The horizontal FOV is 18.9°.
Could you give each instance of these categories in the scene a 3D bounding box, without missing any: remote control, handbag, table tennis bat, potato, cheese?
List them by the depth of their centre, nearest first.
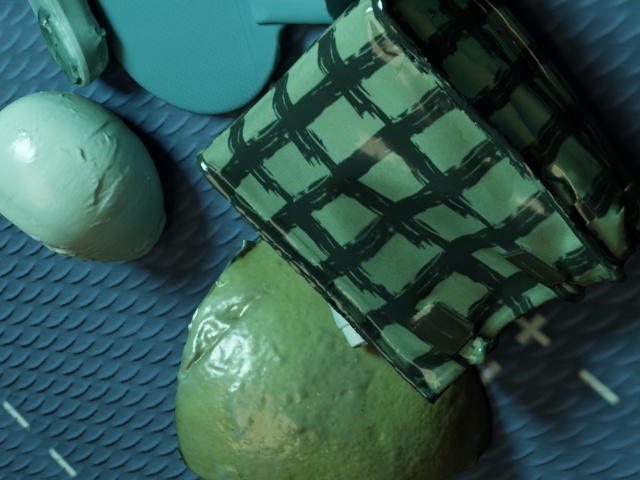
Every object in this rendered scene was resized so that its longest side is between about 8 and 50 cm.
[{"bbox_3d":[0.096,-0.052,1.702,0.327,0.162,0.325,49,139,-2],"label":"handbag"},{"bbox_3d":[-0.100,-0.223,1.852,0.329,0.044,0.215,1,115,43],"label":"table tennis bat"},{"bbox_3d":[0.006,0.139,1.869,0.264,0.189,0.211,17,124,33],"label":"potato"},{"bbox_3d":[-0.283,-0.273,1.950,0.247,0.052,0.104,65,165,-10],"label":"remote control"},{"bbox_3d":[-0.260,-0.070,1.992,0.198,0.189,0.154,40,102,14],"label":"cheese"}]

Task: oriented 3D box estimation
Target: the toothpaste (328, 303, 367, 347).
[{"bbox_3d":[0.000,0.000,1.845,0.033,0.052,0.218,-30,75,33],"label":"toothpaste"}]
